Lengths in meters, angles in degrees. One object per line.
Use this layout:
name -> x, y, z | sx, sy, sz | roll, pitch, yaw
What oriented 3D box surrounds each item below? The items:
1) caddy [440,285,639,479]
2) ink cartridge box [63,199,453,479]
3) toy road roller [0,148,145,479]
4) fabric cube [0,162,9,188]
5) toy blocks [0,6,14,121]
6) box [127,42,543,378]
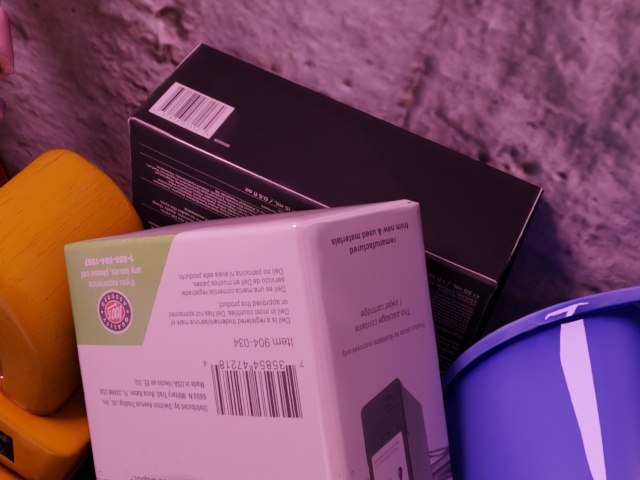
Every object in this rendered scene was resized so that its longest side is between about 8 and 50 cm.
caddy -> 0.184, 0.152, 0.710 | 0.241, 0.179, 0.341 | 4, 144, -13
ink cartridge box -> -0.033, 0.123, 0.637 | 0.198, 0.114, 0.273 | -4, 96, 39
toy road roller -> -0.175, 0.093, 0.750 | 0.329, 0.202, 0.241 | 35, 131, 0
fabric cube -> -0.441, 0.027, 0.969 | 0.258, 0.259, 0.254 | 7, 135, 21
toy blocks -> -0.399, -0.104, 0.722 | 0.309, 0.260, 0.288 | -11, 164, 43
box -> 0.000, 0.000, 0.756 | 0.261, 0.103, 0.184 | 25, 139, 11
